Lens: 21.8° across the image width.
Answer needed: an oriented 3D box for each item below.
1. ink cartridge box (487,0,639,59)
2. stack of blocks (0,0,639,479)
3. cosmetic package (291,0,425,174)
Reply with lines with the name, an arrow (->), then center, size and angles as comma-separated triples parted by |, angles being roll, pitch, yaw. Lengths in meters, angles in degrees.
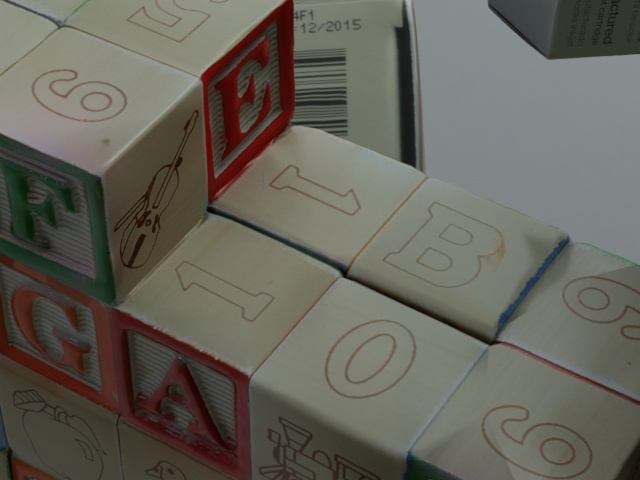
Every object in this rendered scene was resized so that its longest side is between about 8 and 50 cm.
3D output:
ink cartridge box -> 0.179, -0.161, 0.787 | 0.175, 0.072, 0.127 | -6, -58, -20
stack of blocks -> -0.048, 0.014, 0.463 | 0.087, 0.297, 0.171 | -47, -29, -38
cosmetic package -> 0.000, 0.000, 0.962 | 0.296, 0.129, 0.153 | 79, -172, -66
